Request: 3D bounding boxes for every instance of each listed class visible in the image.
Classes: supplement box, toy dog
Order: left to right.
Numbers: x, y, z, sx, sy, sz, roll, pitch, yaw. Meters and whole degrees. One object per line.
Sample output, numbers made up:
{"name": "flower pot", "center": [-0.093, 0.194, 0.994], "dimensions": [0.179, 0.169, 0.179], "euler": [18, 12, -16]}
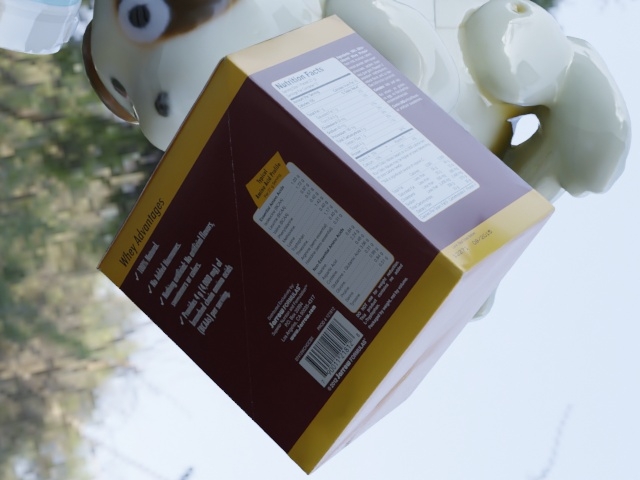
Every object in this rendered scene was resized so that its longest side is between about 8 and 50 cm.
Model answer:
{"name": "supplement box", "center": [0.000, 0.000, 1.073], "dimensions": [0.194, 0.129, 0.191], "euler": [43, -55, 12]}
{"name": "toy dog", "center": [0.007, -0.154, 1.449], "dimensions": [0.284, 0.407, 0.395], "euler": [-41, -134, 49]}

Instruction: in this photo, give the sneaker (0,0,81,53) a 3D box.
{"name": "sneaker", "center": [-0.277, -0.226, 0.939], "dimensions": [0.135, 0.366, 0.150], "euler": [48, -64, 46]}
